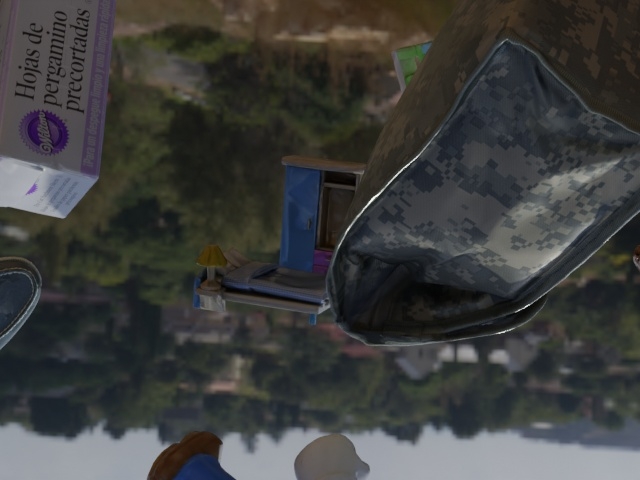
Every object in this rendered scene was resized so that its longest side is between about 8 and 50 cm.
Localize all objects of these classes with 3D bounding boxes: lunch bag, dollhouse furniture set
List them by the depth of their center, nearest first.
[{"bbox_3d":[0.128,-0.068,0.923,0.169,0.235,0.287,33,130,-9],"label":"lunch bag"},{"bbox_3d":[0.000,0.000,1.820,0.286,0.198,0.303,8,-168,20],"label":"dollhouse furniture set"}]

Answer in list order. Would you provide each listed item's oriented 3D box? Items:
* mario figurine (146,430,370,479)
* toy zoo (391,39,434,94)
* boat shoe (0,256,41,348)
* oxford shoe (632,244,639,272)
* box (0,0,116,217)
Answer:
[{"bbox_3d":[0.004,0.285,0.992,0.320,0.198,0.170,29,-140,18],"label":"mario figurine"},{"bbox_3d":[0.210,-0.169,1.590,0.030,0.192,0.293,-23,-167,-31],"label":"toy zoo"},{"bbox_3d":[-0.480,0.139,1.593,0.319,0.116,0.099,-37,-158,-18],"label":"boat shoe"},{"bbox_3d":[0.423,0.035,1.566,0.076,0.076,0.212,36,-172,10],"label":"oxford shoe"},{"bbox_3d":[-0.166,-0.175,0.798,0.063,0.324,0.067,13,153,-25],"label":"box"}]
